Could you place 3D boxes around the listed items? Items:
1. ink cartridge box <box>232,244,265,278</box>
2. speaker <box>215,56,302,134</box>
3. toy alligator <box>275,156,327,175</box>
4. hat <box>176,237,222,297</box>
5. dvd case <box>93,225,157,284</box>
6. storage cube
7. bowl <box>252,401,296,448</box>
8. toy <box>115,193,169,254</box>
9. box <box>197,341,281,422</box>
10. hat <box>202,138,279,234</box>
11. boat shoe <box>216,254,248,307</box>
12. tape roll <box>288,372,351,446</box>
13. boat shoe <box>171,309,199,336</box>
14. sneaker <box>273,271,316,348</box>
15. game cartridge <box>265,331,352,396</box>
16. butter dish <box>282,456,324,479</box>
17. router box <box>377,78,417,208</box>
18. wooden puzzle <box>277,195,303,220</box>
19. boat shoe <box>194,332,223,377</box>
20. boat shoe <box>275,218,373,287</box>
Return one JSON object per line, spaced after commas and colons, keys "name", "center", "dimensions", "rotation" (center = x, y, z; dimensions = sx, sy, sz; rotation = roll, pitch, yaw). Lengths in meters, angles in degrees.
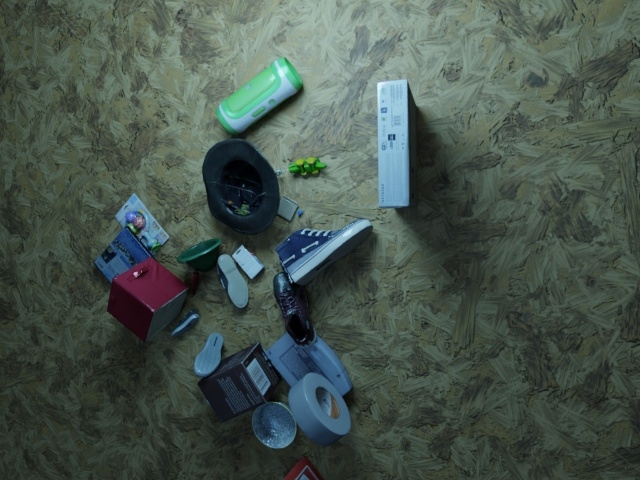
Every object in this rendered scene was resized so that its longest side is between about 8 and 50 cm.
{"name": "ink cartridge box", "center": [-0.262, 0.077, 1.616], "dimensions": [0.063, 0.029, 0.115], "rotation": [-44, 80, 15]}
{"name": "speaker", "center": [-0.210, -0.489, 1.509], "dimensions": [0.297, 0.131, 0.131], "rotation": [-32, 85, 16]}
{"name": "toy alligator", "center": [-0.067, -0.258, 1.524], "dimensions": [0.190, 0.056, 0.051], "rotation": [-5, 51, 18]}
{"name": "hat", "center": [-0.411, 0.108, 1.627], "dimensions": [0.173, 0.209, 0.183], "rotation": [-31, 109, -25]}
{"name": "dvd case", "center": [-0.771, 0.085, 1.744], "dimensions": [0.253, 0.022, 0.180], "rotation": [-40, 90, 24]}
{"name": "storage cube", "center": [-0.633, 0.214, 1.625], "dimensions": [0.193, 0.184, 0.215], "rotation": [36, 126, 8]}
{"name": "bowl", "center": [-0.154, 0.649, 1.598], "dimensions": [0.170, 0.080, 0.170], "rotation": [1, 94, 17]}
{"name": "toy", "center": [-0.712, -0.053, 1.728], "dimensions": [0.137, 0.056, 0.237], "rotation": [-44, 81, 14]}
{"name": "box", "center": [-0.283, 0.498, 1.570], "dimensions": [0.203, 0.167, 0.168], "rotation": [-28, 95, 17]}
{"name": "hat", "center": [-0.250, -0.194, 1.538], "dimensions": [0.332, 0.134, 0.331], "rotation": [10, 115, 23]}
{"name": "boat shoe", "center": [-0.328, 0.151, 1.637], "dimensions": [0.065, 0.075, 0.206], "rotation": [-18, 96, 60]}
{"name": "tape roll", "center": [-0.001, 0.537, 1.419], "dimensions": [0.072, 0.219, 0.219], "rotation": [-42, 82, 16]}
{"name": "boat shoe", "center": [-0.524, 0.319, 1.707], "dimensions": [0.142, 0.049, 0.040], "rotation": [-39, 64, 14]}
{"name": "sneaker", "center": [-0.091, 0.220, 1.481], "dimensions": [0.107, 0.162, 0.281], "rotation": [-25, 73, -1]}
{"name": "game cartridge", "center": [-0.036, 0.447, 1.563], "dimensions": [0.196, 0.060, 0.294], "rotation": [-44, 81, 18]}
{"name": "butter dish", "center": [-0.075, 0.889, 1.573], "dimensions": [0.160, 0.160, 0.118], "rotation": [51, 129, 7]}
{"name": "router box", "center": [0.232, -0.261, 1.301], "dimensions": [0.082, 0.301, 0.335], "rotation": [0, 93, 17]}
{"name": "wooden puzzle", "center": [-0.120, -0.114, 1.568], "dimensions": [0.116, 0.014, 0.078], "rotation": [37, 108, 11]}
{"name": "boat shoe", "center": [-0.399, 0.428, 1.592], "dimensions": [0.083, 0.226, 0.075], "rotation": [23, 111, -3]}
{"name": "boat shoe", "center": [0.000, 0.000, 1.487], "dimensions": [0.341, 0.127, 0.158], "rotation": [-36, 68, 7]}
